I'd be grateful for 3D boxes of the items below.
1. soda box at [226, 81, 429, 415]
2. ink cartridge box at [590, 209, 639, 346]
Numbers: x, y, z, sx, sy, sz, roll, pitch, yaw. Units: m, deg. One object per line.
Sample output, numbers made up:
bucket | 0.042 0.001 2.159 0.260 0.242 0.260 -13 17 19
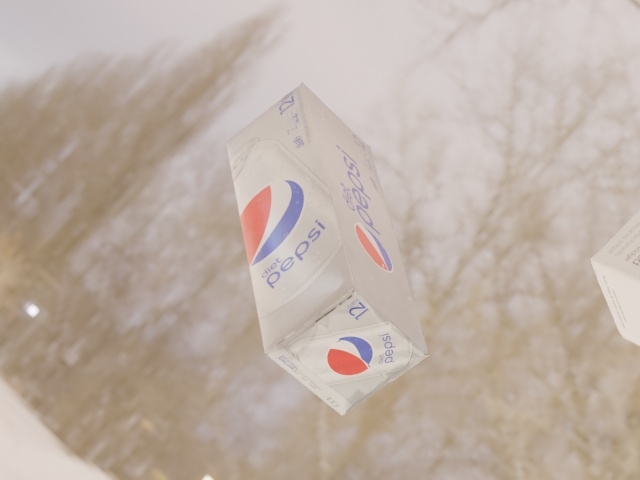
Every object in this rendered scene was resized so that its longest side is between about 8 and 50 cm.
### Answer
soda box | 0.000 0.000 1.468 0.098 0.091 0.286 41 21 -33
ink cartridge box | 0.310 0.027 1.196 0.212 0.154 0.093 31 -22 45
